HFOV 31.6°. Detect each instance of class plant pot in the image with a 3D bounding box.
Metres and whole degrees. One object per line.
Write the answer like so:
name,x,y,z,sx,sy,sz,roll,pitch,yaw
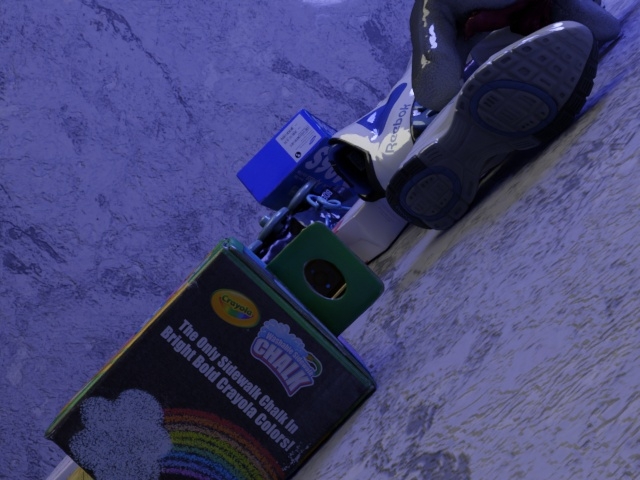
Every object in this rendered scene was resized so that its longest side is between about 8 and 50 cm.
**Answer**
plant pot,-0.002,0.050,1.560,0.081,0.081,0.083,-47,-7,-5

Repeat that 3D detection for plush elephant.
plush elephant,0.247,-0.302,1.370,0.330,0.255,0.272,-102,27,-61

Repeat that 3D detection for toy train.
toy train,-0.060,0.038,1.876,0.334,0.142,0.190,-50,-4,-40

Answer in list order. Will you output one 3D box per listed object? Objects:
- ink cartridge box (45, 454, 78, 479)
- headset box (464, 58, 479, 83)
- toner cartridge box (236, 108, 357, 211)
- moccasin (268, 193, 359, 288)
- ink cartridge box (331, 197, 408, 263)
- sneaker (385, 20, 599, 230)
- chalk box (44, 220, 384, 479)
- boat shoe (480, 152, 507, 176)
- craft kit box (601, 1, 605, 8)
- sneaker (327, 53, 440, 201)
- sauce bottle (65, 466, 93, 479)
ink cartridge box,-0.310,0.338,1.619,0.198,0.115,0.273,-46,4,10
headset box,0.219,-0.240,1.660,0.062,0.032,0.083,-49,6,-22
toner cartridge box,-0.001,-0.114,2.028,0.165,0.075,0.348,-43,-22,11
moccasin,0.000,0.000,1.694,0.342,0.117,0.138,-47,5,-21
ink cartridge box,0.097,-0.054,1.596,0.198,0.067,0.115,-49,5,-32
sneaker,0.179,-0.139,1.214,0.297,0.111,0.129,-41,17,39
chalk box,-0.073,0.113,1.015,0.289,0.180,0.179,-45,5,-1
boat shoe,0.188,-0.094,1.330,0.100,0.035,0.035,-51,4,31
craft kit box,0.313,-0.286,1.751,0.246,0.061,0.250,-43,5,7
sneaker,0.101,-0.155,1.502,0.182,0.127,0.315,-22,26,19
sauce bottle,-0.189,0.251,1.325,0.344,0.111,0.111,-42,6,32
